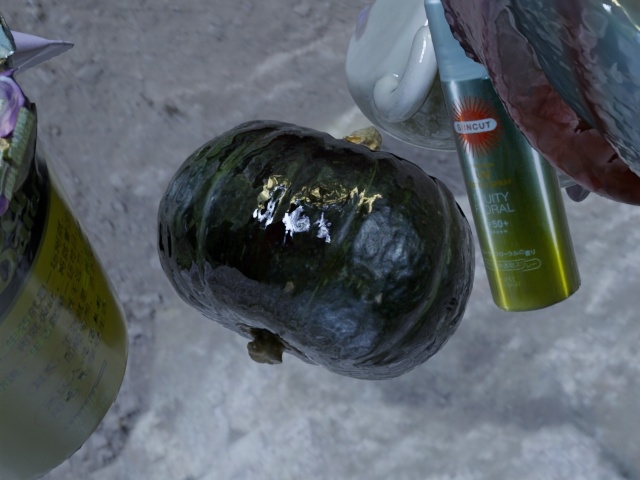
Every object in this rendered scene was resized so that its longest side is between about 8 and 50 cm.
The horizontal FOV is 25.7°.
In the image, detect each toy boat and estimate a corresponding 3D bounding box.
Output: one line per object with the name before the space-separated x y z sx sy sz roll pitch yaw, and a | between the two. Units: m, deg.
toy boat | 0.150 -0.021 0.512 0.096 0.282 0.206 -38 143 8

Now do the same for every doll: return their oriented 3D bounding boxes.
doll | 0.194 -0.184 1.571 0.370 0.226 0.215 11 139 -34

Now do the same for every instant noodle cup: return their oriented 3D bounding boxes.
instant noodle cup | -0.195 0.013 0.656 0.215 0.215 0.236 -36 150 -5

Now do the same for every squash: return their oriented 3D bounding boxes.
squash | -0.002 0.005 0.847 0.193 0.193 0.156 31 99 -26

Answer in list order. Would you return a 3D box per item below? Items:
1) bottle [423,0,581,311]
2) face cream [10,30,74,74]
bottle | 0.158 -0.083 1.214 0.082 0.082 0.286 -19 105 -13
face cream | -0.289 -0.100 0.855 0.154 0.274 0.096 -21 85 27
